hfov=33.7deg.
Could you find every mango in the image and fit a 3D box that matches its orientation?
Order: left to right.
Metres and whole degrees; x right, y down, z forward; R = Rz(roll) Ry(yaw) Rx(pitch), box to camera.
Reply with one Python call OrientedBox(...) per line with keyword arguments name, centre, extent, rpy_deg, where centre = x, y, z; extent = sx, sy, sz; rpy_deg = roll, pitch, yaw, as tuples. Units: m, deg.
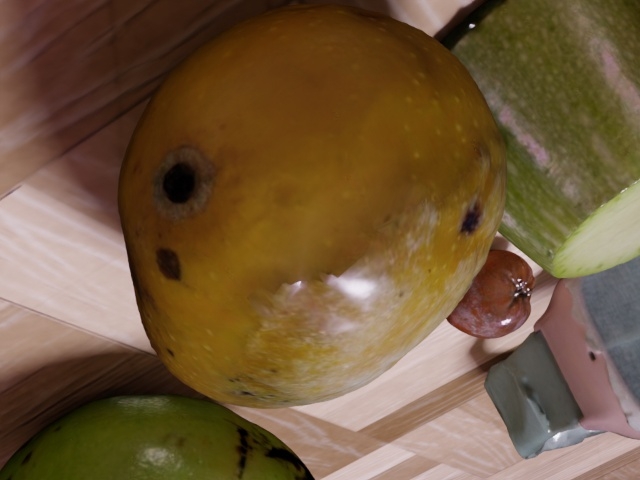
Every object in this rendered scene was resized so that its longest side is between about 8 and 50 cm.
OrientedBox(name="mango", centre=(-0.008, -0.001, 0.532), extent=(0.176, 0.175, 0.329), rpy_deg=(5, 166, -5))

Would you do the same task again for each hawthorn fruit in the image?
OrientedBox(name="hawthorn fruit", centre=(0.111, 0.041, 0.799), extent=(0.103, 0.067, 0.067), rpy_deg=(-4, 166, 37))

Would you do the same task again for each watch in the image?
OrientedBox(name="watch", centre=(0.276, 0.107, 0.932), extent=(0.253, 0.162, 0.241), rpy_deg=(-19, 159, -6))

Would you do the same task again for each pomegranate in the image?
OrientedBox(name="pomegranate", centre=(-0.108, 0.251, 0.720), extent=(0.260, 0.340, 0.260), rpy_deg=(-5, 129, -7))

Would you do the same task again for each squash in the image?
OrientedBox(name="squash", centre=(0.146, -0.059, 0.583), extent=(0.170, 0.123, 0.170), rpy_deg=(-23, 154, -12))
